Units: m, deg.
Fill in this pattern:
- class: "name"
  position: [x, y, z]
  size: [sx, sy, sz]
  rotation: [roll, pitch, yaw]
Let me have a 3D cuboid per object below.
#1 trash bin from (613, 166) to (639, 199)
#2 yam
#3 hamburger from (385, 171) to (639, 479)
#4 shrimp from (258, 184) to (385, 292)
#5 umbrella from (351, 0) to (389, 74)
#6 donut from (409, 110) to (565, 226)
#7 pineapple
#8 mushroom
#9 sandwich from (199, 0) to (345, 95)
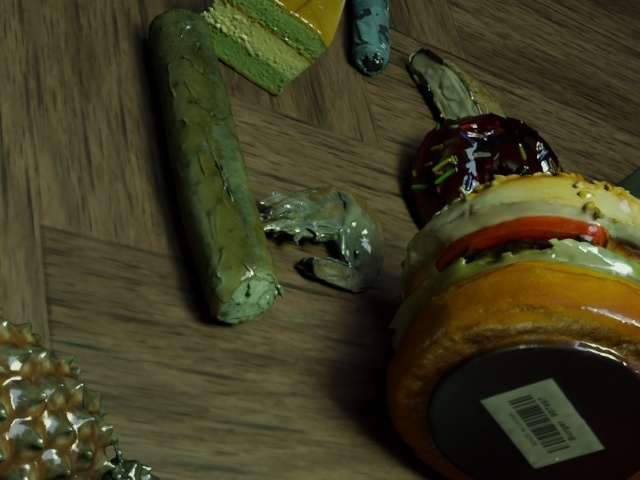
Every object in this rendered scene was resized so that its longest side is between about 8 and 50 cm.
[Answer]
- class: "trash bin"
  position: [0.428, -0.035, 1.697]
  size: [0.059, 0.130, 0.116]
  rotation: [39, 38, -12]
- class: "yam"
  position: [-0.118, -0.089, 1.226]
  size: [0.083, 0.083, 0.372]
  rotation: [11, 49, -40]
- class: "hamburger"
  position: [0.235, 0.100, 1.231]
  size: [0.330, 0.330, 0.250]
  rotation: [33, 38, -21]
- class: "shrimp"
  position: [0.000, 0.000, 1.300]
  size: [0.223, 0.047, 0.126]
  rotation: [-6, 73, -50]
- class: "umbrella"
  position: [0.067, -0.322, 1.644]
  size: [0.053, 0.052, 0.251]
  rotation: [2, 50, -3]
- class: "donut"
  position: [0.226, -0.060, 1.509]
  size: [0.235, 0.089, 0.235]
  rotation: [13, 66, -29]
- class: "pineapple"
  position: [-0.193, 0.167, 0.868]
  size: [0.361, 0.175, 0.175]
  rotation: [34, 38, -34]
- class: "mushroom"
  position: [0.204, -0.180, 1.642]
  size: [0.094, 0.072, 0.210]
  rotation: [-1, 58, -53]
- class: "sandwich"
  position: [-0.057, -0.287, 1.426]
  size: [0.144, 0.117, 0.187]
  rotation: [37, 39, -22]
